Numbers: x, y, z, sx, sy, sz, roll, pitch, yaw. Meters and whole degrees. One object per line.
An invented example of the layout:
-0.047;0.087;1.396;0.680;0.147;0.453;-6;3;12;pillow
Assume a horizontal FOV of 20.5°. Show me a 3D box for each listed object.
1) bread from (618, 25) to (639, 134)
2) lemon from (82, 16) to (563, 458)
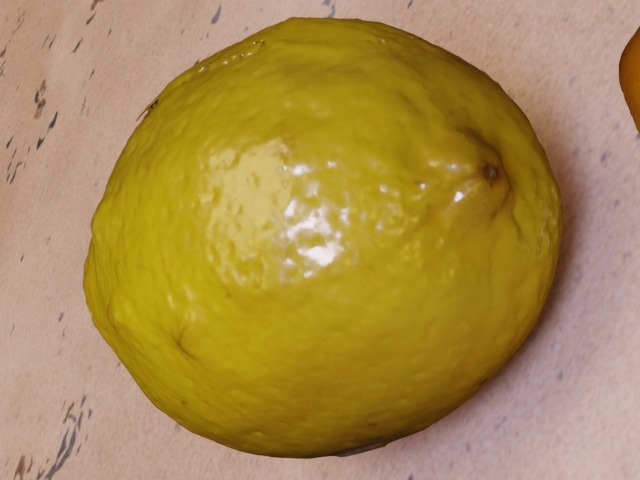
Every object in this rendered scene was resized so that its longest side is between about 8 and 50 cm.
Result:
0.235;-0.088;0.818;0.210;0.099;0.235;-55;29;22;bread
0.002;-0.001;1.013;0.284;0.260;0.260;117;162;-56;lemon
